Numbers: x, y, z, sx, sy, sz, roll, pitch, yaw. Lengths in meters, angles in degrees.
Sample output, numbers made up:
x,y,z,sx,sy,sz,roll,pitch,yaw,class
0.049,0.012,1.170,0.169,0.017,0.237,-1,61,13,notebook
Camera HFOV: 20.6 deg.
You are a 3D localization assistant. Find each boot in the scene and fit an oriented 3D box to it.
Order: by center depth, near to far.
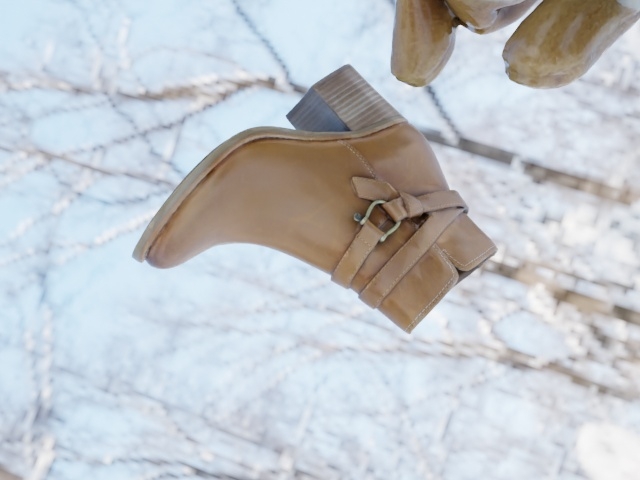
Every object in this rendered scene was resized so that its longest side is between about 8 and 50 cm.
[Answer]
x,y,z,sx,sy,sz,roll,pitch,yaw,class
0.000,0.000,1.497,0.283,0.220,0.109,-36,-6,-34,boot

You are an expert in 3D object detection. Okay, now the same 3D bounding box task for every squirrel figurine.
x,y,z,sx,sy,sz,roll,pitch,yaw,class
0.264,-0.287,1.384,0.397,0.370,0.281,-53,-36,-39,squirrel figurine
